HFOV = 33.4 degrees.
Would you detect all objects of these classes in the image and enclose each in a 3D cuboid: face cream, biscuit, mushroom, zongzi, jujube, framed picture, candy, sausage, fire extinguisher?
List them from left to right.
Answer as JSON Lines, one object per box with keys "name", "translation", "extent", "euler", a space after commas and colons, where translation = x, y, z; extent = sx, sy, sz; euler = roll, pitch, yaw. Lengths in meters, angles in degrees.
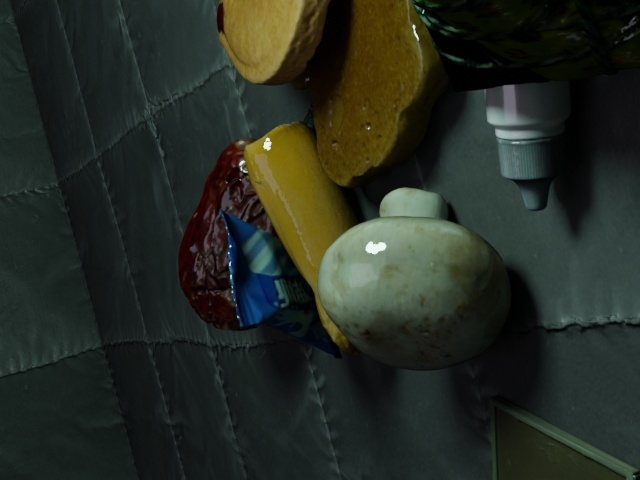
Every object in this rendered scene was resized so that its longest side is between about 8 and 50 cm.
{"name": "jujube", "translation": [-0.123, -0.014, 1.774], "extent": [0.216, 0.216, 0.342], "euler": [53, 141, 38]}
{"name": "biscuit", "translation": [-0.057, -0.437, 1.432], "extent": [0.350, 0.078, 0.455], "euler": [19, 106, 60]}
{"name": "candy", "translation": [-0.055, 0.075, 1.591], "extent": [0.331, 0.077, 0.187], "euler": [36, -144, -62]}
{"name": "fire extinguisher", "translation": [-0.013, -0.184, 1.639], "extent": [0.083, 0.025, 0.038], "euler": [122, 165, -56]}
{"name": "sausage", "translation": [0.004, -0.002, 1.575], "extent": [0.116, 0.134, 0.354], "euler": [-25, 91, 20]}
{"name": "biscuit", "translation": [0.052, -0.247, 1.421], "extent": [0.359, 0.074, 0.381], "euler": [53, 149, 43]}
{"name": "mushroom", "translation": [0.121, 0.034, 1.323], "extent": [0.243, 0.243, 0.243], "euler": [40, 138, 50]}
{"name": "zongzi", "translation": [0.154, -0.241, 0.922], "extent": [0.362, 0.383, 0.319], "euler": [-17, 46, 55]}
{"name": "face cream", "translation": [0.213, -0.182, 1.112], "extent": [0.092, 0.092, 0.311], "euler": [19, 119, 60]}
{"name": "framed picture", "translation": [0.293, 0.316, 1.302], "extent": [0.260, 0.023, 0.189], "euler": [22, 123, 59]}
